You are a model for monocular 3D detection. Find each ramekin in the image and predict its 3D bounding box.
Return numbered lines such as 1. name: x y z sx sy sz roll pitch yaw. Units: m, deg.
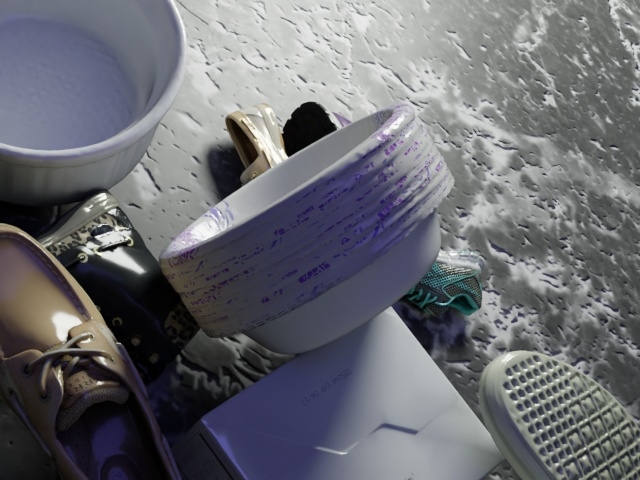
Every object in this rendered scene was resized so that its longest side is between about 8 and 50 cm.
1. ramekin: -0.281 -0.168 1.296 0.277 0.135 0.277 6 61 -12

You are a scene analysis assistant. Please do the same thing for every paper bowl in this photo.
1. paper bowl: 0.000 0.000 1.228 0.284 0.284 0.148 -41 102 -41

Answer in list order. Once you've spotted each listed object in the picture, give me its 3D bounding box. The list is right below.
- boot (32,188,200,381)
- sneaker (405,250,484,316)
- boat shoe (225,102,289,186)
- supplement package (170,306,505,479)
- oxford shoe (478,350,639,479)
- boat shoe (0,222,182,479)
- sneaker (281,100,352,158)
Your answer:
1. boot: -0.225 0.075 1.239 0.178 0.085 0.236 45 50 -2
2. sneaker: 0.123 0.051 1.481 0.166 0.065 0.076 4 66 -26
3. boat shoe: -0.064 -0.076 1.454 0.059 0.063 0.170 -11 65 -24
4. supplement package: 0.009 0.219 1.244 0.262 0.145 0.204 -30 78 -40
5. oxford shoe: 0.292 0.274 1.323 0.449 0.130 0.169 41 49 -29
6. boat shoe: -0.209 0.128 1.124 0.122 0.110 0.341 -32 90 -28
7. sneaker: 0.065 -0.046 1.441 0.124 0.107 0.283 18 33 -40
